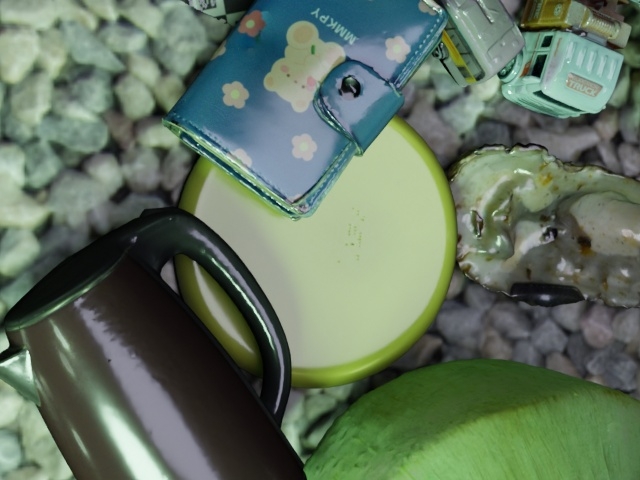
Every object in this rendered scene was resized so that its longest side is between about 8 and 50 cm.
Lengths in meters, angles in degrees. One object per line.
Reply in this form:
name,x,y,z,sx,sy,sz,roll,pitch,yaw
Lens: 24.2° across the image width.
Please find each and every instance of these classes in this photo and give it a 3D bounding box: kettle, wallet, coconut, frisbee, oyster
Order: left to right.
kettle,-0.110,0.104,1.083,0.202,0.144,0.232,-36,105,-20
wallet,-0.005,-0.127,1.124,0.141,0.059,0.202,37,79,-10
frisbee,0.000,0.000,1.170,0.236,0.017,0.236,-1,93,-16
coconut,0.138,0.229,1.107,0.328,0.328,0.281,31,85,-24
oyster,0.247,0.008,1.270,0.345,0.078,0.129,16,90,-17

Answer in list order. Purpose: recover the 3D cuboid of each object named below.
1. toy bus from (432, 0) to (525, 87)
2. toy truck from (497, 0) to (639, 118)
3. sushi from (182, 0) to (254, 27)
toy bus,0.095,-0.202,1.181,0.057,0.072,0.172,-43,111,-19
toy truck,0.220,-0.189,1.214,0.080,0.115,0.178,17,90,-25
sushi,-0.065,-0.228,1.130,0.126,0.026,0.120,23,86,-25
